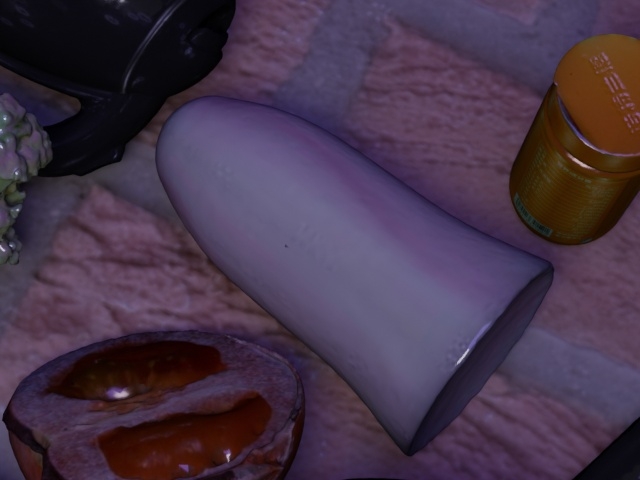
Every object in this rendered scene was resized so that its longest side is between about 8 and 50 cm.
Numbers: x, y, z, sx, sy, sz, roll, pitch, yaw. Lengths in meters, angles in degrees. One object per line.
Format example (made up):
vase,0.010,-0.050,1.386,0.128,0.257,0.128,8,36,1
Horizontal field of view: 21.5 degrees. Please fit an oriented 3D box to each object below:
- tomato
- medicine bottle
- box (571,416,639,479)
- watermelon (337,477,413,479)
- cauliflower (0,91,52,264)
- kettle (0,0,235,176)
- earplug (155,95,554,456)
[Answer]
tomato,-0.106,0.153,1.176,0.199,0.228,0.112,-17,118,-18
medicine bottle,0.200,-0.069,1.246,0.096,0.192,0.096,1,71,-3
box,0.310,0.246,1.208,0.290,0.073,0.289,-39,78,-15
watermelon,0.045,0.312,1.031,0.363,0.363,0.363,1,71,-4
cauliflower,-0.315,-0.003,1.146,0.239,0.315,0.256,10,115,-7
kettle,-0.210,-0.197,1.275,0.290,0.207,0.268,41,103,5
earplug,0.000,0.000,1.234,0.301,0.172,0.172,37,73,14
